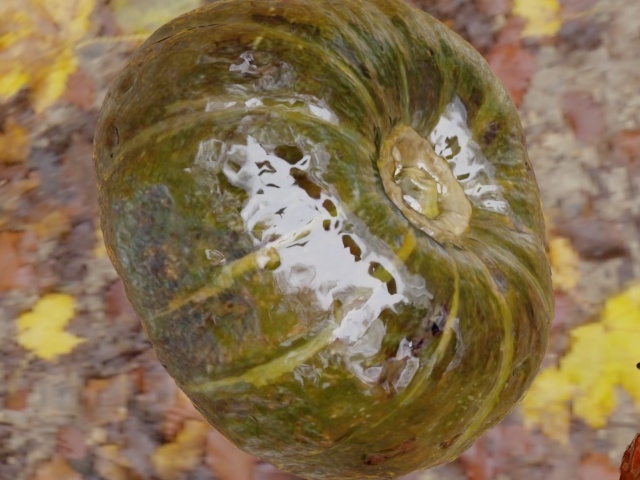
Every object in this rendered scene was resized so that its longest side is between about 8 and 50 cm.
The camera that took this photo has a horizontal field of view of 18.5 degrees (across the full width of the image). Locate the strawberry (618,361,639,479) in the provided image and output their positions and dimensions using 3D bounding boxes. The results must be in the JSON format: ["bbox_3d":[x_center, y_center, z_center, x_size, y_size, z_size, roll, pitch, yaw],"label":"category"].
[{"bbox_3d":[0.190,0.133,0.647,0.175,0.107,0.236,-7,52,-29],"label":"strawberry"}]

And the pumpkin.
[{"bbox_3d":[0.000,0.000,0.823,0.219,0.162,0.219,33,43,-36],"label":"pumpkin"}]
